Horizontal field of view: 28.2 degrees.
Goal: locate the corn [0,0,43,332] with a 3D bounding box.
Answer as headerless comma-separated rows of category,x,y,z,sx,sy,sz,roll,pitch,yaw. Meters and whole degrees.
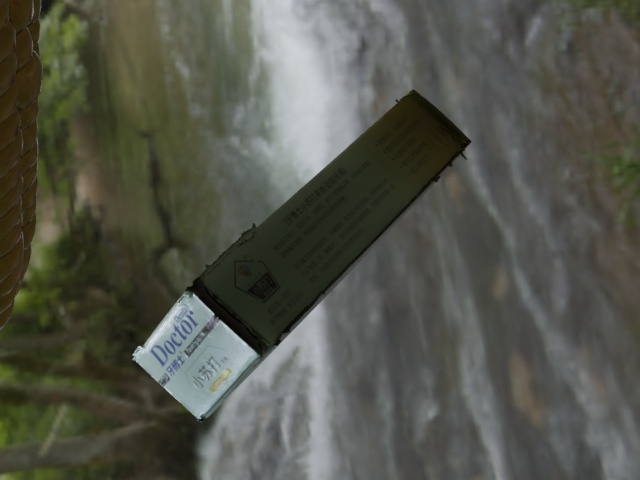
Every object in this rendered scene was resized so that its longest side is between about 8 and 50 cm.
corn,-0.144,-0.058,0.367,0.347,0.130,0.130,110,144,-54

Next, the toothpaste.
toothpaste,0.000,0.000,0.862,0.071,0.313,0.089,43,131,2
